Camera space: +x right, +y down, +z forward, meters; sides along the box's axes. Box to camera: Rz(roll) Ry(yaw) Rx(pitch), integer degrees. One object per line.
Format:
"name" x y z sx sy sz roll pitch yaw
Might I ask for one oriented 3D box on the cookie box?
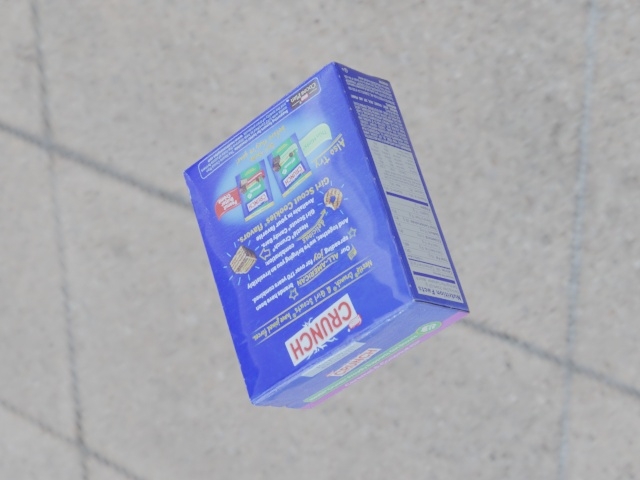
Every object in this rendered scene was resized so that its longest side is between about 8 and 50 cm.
"cookie box" 0.000 0.000 0.668 0.092 0.040 0.107 -33 62 33
